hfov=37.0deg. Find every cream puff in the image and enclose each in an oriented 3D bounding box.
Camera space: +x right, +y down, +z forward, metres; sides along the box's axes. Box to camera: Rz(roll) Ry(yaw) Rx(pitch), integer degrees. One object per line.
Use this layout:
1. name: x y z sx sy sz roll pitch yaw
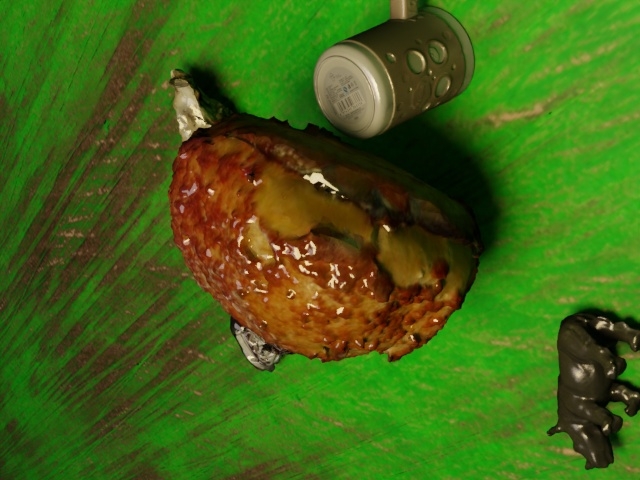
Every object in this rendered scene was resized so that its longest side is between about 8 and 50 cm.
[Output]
1. cream puff: 0.001 0.000 0.706 0.240 0.240 0.164 25 88 38

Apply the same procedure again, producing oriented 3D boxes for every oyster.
1. oyster: -0.098 -0.096 0.911 0.103 0.051 0.148 18 129 65

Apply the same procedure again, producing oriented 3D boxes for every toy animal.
1. toy animal: 0.201 0.115 0.708 0.065 0.047 0.135 25 134 45

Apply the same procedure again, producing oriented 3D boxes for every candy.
1. candy: -0.030 0.070 0.952 0.094 0.051 0.226 61 143 16

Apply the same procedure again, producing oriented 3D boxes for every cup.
1. cup: 0.052 -0.129 0.669 0.074 0.099 0.102 37 138 28
